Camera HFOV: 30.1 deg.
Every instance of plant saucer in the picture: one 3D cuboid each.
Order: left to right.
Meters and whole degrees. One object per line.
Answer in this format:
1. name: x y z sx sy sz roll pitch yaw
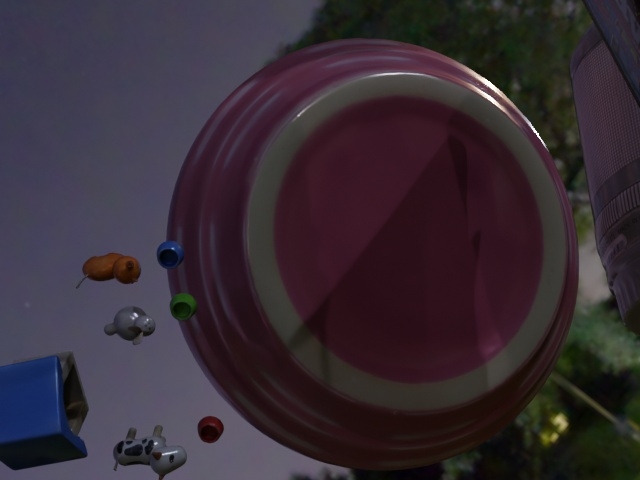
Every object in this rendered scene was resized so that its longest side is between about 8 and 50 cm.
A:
1. plant saucer: 0.054 0.004 0.887 0.332 0.332 0.084 -47 6 -18

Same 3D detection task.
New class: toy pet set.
1. toy pet set: -0.119 0.076 0.631 0.065 0.114 0.122 -89 -13 -71

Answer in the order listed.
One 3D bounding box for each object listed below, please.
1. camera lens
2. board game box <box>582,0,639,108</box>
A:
1. camera lens: 0.336 -0.072 1.012 0.219 0.219 0.274 91 176 -66
2. board game box: 0.200 -0.122 0.719 0.027 0.281 0.145 -23 -22 4
